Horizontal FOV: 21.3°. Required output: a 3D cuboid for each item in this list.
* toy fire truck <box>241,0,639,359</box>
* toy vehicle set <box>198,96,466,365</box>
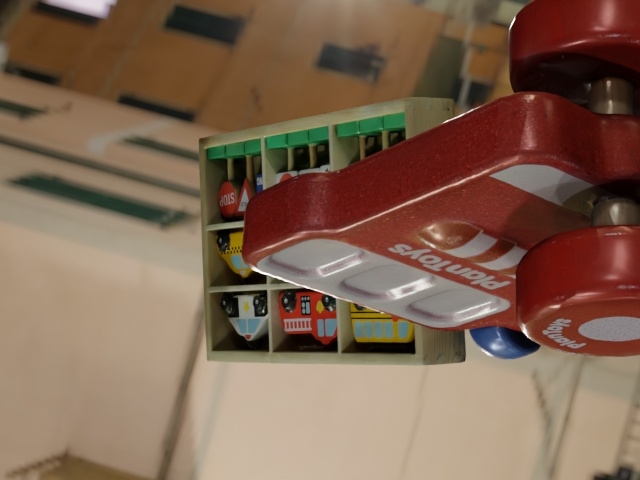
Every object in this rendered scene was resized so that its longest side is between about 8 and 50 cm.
[{"bbox_3d":[0.141,0.000,0.938,0.302,0.254,0.169,18,-117,-40],"label":"toy fire truck"},{"bbox_3d":[0.000,0.000,1.150,0.267,0.035,0.166,-5,87,56],"label":"toy vehicle set"}]
